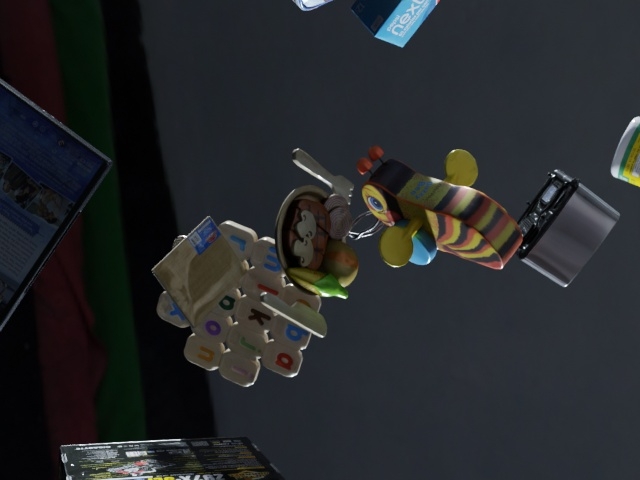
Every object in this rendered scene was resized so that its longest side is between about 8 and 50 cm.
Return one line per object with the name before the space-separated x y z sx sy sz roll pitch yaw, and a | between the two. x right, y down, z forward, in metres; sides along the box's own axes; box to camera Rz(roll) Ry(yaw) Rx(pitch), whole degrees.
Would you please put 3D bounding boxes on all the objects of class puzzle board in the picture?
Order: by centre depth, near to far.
puzzle board | -0.159 0.041 1.310 0.096 0.011 0.128 57 -134 -17

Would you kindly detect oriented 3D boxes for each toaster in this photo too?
toaster | 0.420 -0.026 1.730 0.168 0.110 0.185 -56 6 10

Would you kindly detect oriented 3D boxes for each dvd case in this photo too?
dvd case | -0.374 -0.040 1.111 0.253 0.180 0.022 -53 2 11

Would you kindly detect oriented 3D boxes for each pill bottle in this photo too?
pill bottle | 0.635 -0.131 1.752 0.117 0.208 0.117 -49 -26 -35

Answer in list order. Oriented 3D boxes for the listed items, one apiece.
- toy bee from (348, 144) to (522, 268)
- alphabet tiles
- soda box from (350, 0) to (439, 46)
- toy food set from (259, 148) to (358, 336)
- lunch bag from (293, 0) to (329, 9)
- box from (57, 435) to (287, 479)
toy bee | 0.116 -0.046 1.335 0.162 0.298 0.195 58 -140 -34
alphabet tiles | -0.143 0.112 1.703 0.021 0.278 0.284 -45 -24 -63
soda box | 0.139 -0.371 1.345 0.071 0.210 0.067 7 -140 -50
toy food set | 0.000 0.000 1.098 0.132 0.038 0.192 32 -118 -46
lunch bag | 0.043 -0.522 1.549 0.115 0.303 0.243 45 163 31
box | -0.237 0.379 1.535 0.257 0.322 0.079 -162 73 -70
